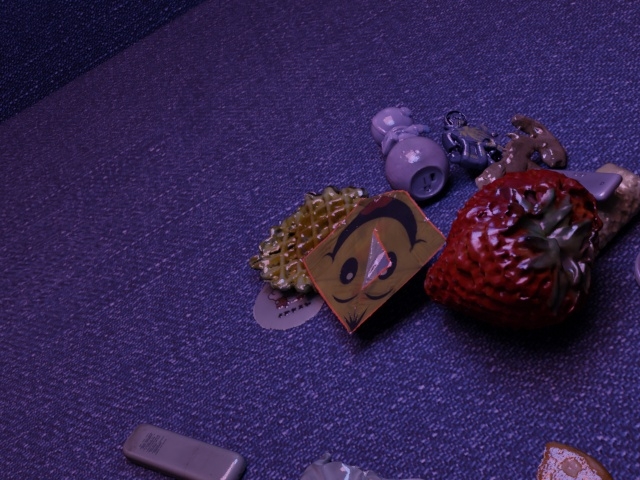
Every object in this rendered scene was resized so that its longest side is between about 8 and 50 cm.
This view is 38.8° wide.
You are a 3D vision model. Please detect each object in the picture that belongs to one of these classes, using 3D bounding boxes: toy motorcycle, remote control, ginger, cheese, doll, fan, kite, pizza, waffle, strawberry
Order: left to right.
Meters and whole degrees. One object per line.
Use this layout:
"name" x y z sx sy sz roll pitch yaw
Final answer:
"remote control" -0.274 0.424 1.793 0.309 0.038 0.090 6 50 38
"fan" -0.075 0.080 2.057 0.190 0.009 0.329 -24 39 11
"waffle" 0.000 0.000 2.045 0.297 0.073 0.317 12 57 45
"kite" 0.094 0.041 1.836 0.377 0.013 0.328 -11 54 39
"doll" 0.192 -0.210 2.073 0.151 0.151 0.287 -28 41 5
"toy motorcycle" 0.333 -0.200 1.983 0.193 0.061 0.124 38 63 9
"strawberry" 0.339 0.029 1.645 0.312 0.267 0.351 -50 8 -30
"ginger" 0.421 -0.151 1.906 0.149 0.065 0.259 27 64 20
"remote control" 0.469 -0.110 1.747 0.067 0.029 0.261 -46 22 -13
"pizza" 0.392 0.403 1.345 0.127 0.058 0.246 -30 40 1
"cheese" 0.531 -0.059 1.729 0.167 0.094 0.123 -43 46 -8

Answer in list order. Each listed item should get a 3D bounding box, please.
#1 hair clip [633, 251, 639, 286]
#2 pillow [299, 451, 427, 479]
"hair clip" 0.628 0.036 1.599 0.140 0.054 0.220 4 54 29
"pillow" 0.055 0.492 1.419 0.283 0.138 0.310 10 55 30
